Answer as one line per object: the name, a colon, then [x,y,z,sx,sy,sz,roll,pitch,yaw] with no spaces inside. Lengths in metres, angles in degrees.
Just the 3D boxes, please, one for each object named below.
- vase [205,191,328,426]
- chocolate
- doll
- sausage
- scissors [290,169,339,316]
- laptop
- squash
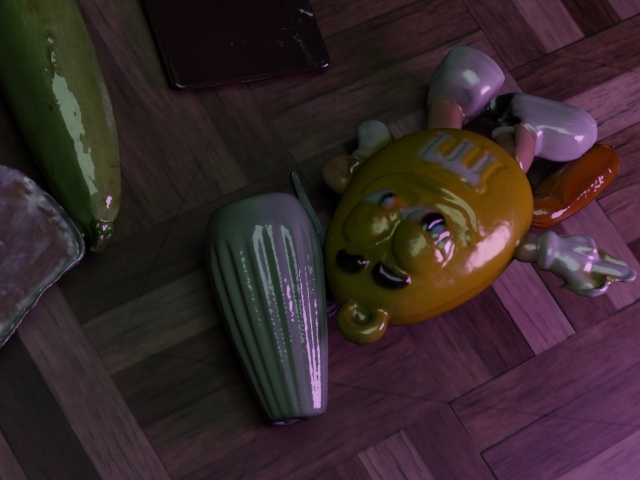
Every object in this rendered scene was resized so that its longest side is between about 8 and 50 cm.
vase: [-0.049,0.077,1.898,0.128,0.128,0.248,-7,77,-22]
chocolate: [-0.377,0.040,1.822,0.157,0.080,0.254,46,60,-11]
doll: [0.170,-0.051,2.007,0.348,0.161,0.423,-1,46,-5]
sausage: [0.303,-0.063,2.129,0.062,0.054,0.183,22,49,39]
scissors: [0.000,0.000,2.011,0.100,0.015,0.189,-9,68,-29]
laptop: [-0.103,-0.254,2.098,0.207,0.026,0.154,-12,72,-23]
squash: [-0.288,-0.160,1.931,0.118,0.118,0.371,-17,72,-26]
